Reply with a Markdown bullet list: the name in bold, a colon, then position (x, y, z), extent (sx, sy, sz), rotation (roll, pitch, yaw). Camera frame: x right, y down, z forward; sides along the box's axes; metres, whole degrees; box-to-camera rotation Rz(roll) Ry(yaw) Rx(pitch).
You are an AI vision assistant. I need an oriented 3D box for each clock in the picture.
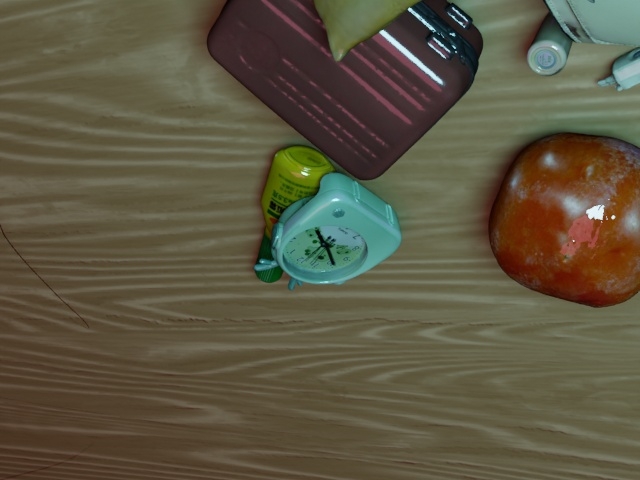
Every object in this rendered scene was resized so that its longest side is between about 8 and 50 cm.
- **clock**: position (0.000, 0.000, 1.423), extent (0.211, 0.066, 0.159), rotation (-33, 132, 27)

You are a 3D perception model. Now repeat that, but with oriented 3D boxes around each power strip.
- **power strip**: position (0.401, -0.219, 1.108), extent (0.191, 0.047, 0.030), rotation (-24, 109, 38)

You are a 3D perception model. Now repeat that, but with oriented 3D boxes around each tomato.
- **tomato**: position (0.325, -0.023, 1.213), extent (0.232, 0.189, 0.232), rotation (12, 131, 14)

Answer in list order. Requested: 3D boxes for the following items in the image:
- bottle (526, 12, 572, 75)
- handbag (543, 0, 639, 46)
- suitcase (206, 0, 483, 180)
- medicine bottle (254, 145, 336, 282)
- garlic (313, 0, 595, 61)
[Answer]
- **bottle**: position (0.270, -0.231, 1.129), extent (0.045, 0.096, 0.045), rotation (14, 131, 16)
- **handbag**: position (0.408, -0.268, 0.926), extent (0.358, 0.160, 0.236), rotation (10, 168, 29)
- **suitcase**: position (0.029, -0.241, 1.196), extent (0.297, 0.161, 0.236), rotation (38, 133, -8)
- **medicine bottle**: position (-0.052, -0.033, 1.480), extent (0.094, 0.064, 0.261), rotation (17, 135, -5)
- **garlic**: position (0.127, -0.291, 0.937), extent (0.338, 0.151, 0.196), rotation (-1, 91, 49)
